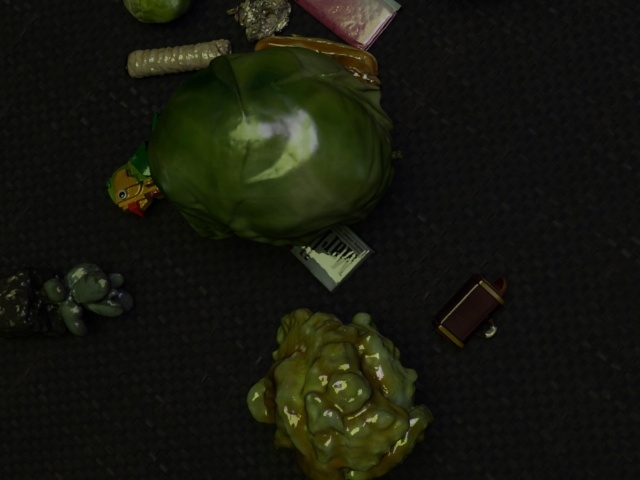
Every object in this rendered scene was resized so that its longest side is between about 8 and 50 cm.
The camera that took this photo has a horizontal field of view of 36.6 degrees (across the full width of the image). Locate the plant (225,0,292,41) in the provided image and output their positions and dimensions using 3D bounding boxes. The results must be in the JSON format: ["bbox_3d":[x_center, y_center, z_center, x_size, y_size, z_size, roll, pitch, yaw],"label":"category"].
[{"bbox_3d":[-0.125,-0.447,1.897,0.116,0.104,0.122,-36,39,-28],"label":"plant"}]

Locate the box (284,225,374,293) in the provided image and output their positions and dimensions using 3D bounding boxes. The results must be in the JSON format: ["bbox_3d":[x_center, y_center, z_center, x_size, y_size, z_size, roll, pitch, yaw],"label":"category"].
[{"bbox_3d":[0.000,0.000,1.833,0.177,0.036,0.115,44,95,12],"label":"box"}]

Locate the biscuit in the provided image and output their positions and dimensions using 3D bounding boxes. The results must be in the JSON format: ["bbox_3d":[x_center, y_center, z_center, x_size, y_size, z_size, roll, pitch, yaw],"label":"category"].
[{"bbox_3d":[-0.284,-0.361,1.920,0.219,0.055,0.061,-3,73,12],"label":"biscuit"}]

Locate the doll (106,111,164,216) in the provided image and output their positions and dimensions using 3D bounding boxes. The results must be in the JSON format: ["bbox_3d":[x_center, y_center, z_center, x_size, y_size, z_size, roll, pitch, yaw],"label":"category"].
[{"bbox_3d":[-0.333,-0.137,1.882,0.134,0.106,0.186,44,95,18],"label":"doll"}]

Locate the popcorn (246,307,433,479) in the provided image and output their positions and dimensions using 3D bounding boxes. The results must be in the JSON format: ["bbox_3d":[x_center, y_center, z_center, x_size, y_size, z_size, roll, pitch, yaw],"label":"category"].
[{"bbox_3d":[0.042,0.270,1.676,0.279,0.335,0.274,30,98,-16],"label":"popcorn"}]

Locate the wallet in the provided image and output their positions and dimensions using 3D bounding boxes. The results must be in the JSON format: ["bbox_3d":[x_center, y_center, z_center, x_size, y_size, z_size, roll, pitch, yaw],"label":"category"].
[{"bbox_3d":[0.033,-0.474,1.877,0.232,0.025,0.119,41,93,13],"label":"wallet"}]

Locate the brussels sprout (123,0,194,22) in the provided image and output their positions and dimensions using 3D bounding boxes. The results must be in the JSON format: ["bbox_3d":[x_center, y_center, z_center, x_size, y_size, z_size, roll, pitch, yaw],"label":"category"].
[{"bbox_3d":[-0.310,-0.493,1.909,0.155,0.117,0.155,-9,72,31],"label":"brussels sprout"}]

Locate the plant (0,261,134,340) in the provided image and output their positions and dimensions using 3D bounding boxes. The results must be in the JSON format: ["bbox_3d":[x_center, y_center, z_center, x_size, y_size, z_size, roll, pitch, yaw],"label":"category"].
[{"bbox_3d":[-0.506,0.117,1.874,0.274,0.146,0.149,-7,80,11],"label":"plant"}]

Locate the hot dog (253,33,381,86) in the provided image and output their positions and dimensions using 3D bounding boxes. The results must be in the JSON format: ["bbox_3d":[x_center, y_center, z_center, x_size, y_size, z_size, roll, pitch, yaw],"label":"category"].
[{"bbox_3d":[-0.012,-0.333,1.851,0.269,0.072,0.109,16,86,12],"label":"hot dog"}]

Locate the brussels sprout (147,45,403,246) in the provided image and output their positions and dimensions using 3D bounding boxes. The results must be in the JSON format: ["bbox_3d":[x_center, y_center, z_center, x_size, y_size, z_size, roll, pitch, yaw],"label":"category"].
[{"bbox_3d":[-0.100,-0.170,1.661,0.425,0.361,0.342,-7,71,31],"label":"brussels sprout"}]

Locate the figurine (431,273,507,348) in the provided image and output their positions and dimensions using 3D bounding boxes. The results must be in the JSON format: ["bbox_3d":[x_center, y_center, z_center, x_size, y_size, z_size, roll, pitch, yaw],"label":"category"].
[{"bbox_3d":[0.284,0.126,1.743,0.098,0.082,0.154,44,94,-1],"label":"figurine"}]
